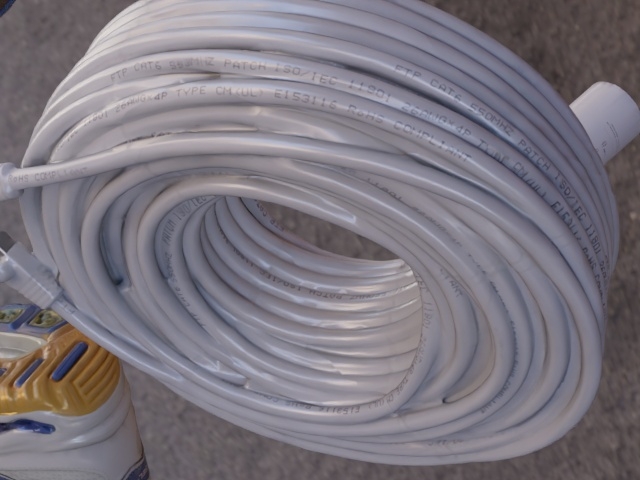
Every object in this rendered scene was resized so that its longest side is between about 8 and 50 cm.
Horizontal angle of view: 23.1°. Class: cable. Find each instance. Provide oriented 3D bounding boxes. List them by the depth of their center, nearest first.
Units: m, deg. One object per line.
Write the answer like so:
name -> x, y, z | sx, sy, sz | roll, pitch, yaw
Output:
cable -> 0.000, 0.000, 0.673 | 0.257, 0.257, 0.089 | -21, 36, 43

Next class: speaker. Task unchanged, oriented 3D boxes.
speaker -> 0.188, -0.065, 1.210 | 0.055, 0.055, 0.136 | 33, 62, 32

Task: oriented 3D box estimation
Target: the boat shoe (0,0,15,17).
boat shoe -> -0.320, -0.196, 1.329 | 0.183, 0.066, 0.066 | -38, 95, 22

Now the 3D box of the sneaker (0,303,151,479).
sneaker -> -0.223, 0.103, 0.912 | 0.296, 0.131, 0.112 | 10, 40, 39
